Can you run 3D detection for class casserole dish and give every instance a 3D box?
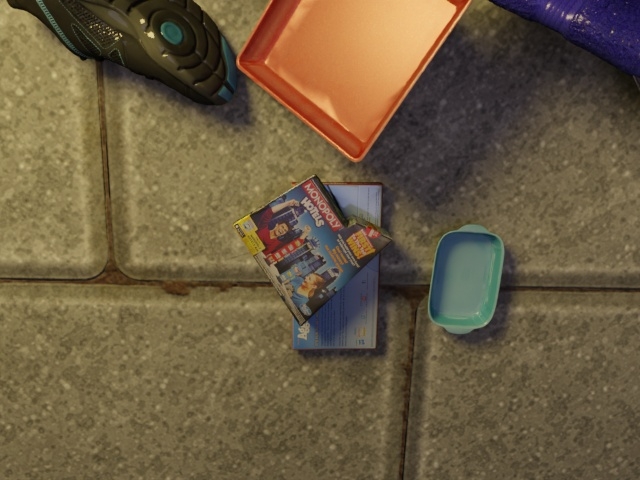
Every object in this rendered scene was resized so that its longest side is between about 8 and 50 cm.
[{"bbox_3d":[0.235,0.061,1.045,0.114,0.037,0.188,4,105,-3],"label":"casserole dish"}]

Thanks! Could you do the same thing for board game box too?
[{"bbox_3d":[0.000,0.000,0.976,0.194,0.060,0.194,-30,105,5],"label":"board game box"},{"bbox_3d":[0.024,0.045,1.036,0.145,0.027,0.281,0,106,-4],"label":"board game box"}]

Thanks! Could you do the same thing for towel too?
[{"bbox_3d":[0.320,-0.348,0.798,0.308,0.076,0.227,34,59,16],"label":"towel"}]

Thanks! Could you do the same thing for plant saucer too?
[{"bbox_3d":[0.041,-0.280,0.869,0.258,0.048,0.259,42,110,21],"label":"plant saucer"}]

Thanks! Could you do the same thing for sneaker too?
[{"bbox_3d":[-0.271,-0.298,0.891,0.341,0.125,0.139,35,140,-22],"label":"sneaker"}]

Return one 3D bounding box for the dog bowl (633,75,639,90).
[{"bbox_3d":[0.597,-0.308,0.881,0.348,0.102,0.349,3,104,12],"label":"dog bowl"}]
